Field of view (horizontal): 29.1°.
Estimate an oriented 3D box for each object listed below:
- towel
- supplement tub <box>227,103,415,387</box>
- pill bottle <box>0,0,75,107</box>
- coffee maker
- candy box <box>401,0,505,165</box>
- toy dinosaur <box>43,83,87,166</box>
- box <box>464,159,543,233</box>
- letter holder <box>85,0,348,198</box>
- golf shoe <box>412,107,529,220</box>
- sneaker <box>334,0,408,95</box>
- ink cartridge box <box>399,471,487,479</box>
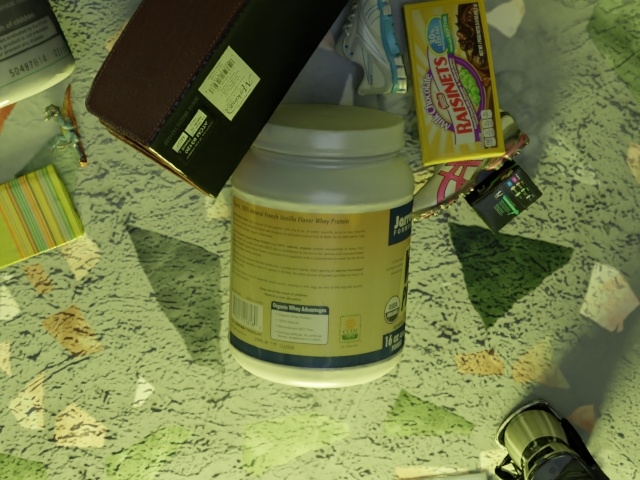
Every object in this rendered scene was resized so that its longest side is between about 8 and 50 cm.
[{"bbox_3d":[-0.433,-0.012,1.603,0.237,0.021,0.102,-21,101,2],"label":"towel"},{"bbox_3d":[0.000,0.000,1.534,0.228,0.228,0.316,1,106,-5],"label":"supplement tub"},{"bbox_3d":[-0.444,-0.323,1.416,0.204,0.204,0.361,-22,106,1],"label":"pill bottle"},{"bbox_3d":[0.336,0.319,1.680,0.171,0.178,0.120,24,103,-11],"label":"coffee maker"},{"bbox_3d":[0.168,-0.203,1.567,0.105,0.027,0.206,-8,88,0],"label":"candy box"},{"bbox_3d":[-0.315,-0.136,1.567,0.090,0.047,0.082,-48,123,-2],"label":"toy dinosaur"},{"bbox_3d":[0.240,-0.059,1.625,0.083,0.062,0.052,-40,104,6],"label":"box"},{"bbox_3d":[-0.144,-0.242,1.422,0.302,0.214,0.152,-56,148,-4],"label":"letter holder"},{"bbox_3d":[0.178,-0.101,1.611,0.186,0.067,0.086,-40,90,-1],"label":"golf shoe"},{"bbox_3d":[0.053,-0.268,1.548,0.083,0.071,0.191,-12,106,4],"label":"sneaker"},{"bbox_3d":[0.175,0.427,1.778,0.145,0.045,0.179,-5,88,-3],"label":"ink cartridge box"}]
